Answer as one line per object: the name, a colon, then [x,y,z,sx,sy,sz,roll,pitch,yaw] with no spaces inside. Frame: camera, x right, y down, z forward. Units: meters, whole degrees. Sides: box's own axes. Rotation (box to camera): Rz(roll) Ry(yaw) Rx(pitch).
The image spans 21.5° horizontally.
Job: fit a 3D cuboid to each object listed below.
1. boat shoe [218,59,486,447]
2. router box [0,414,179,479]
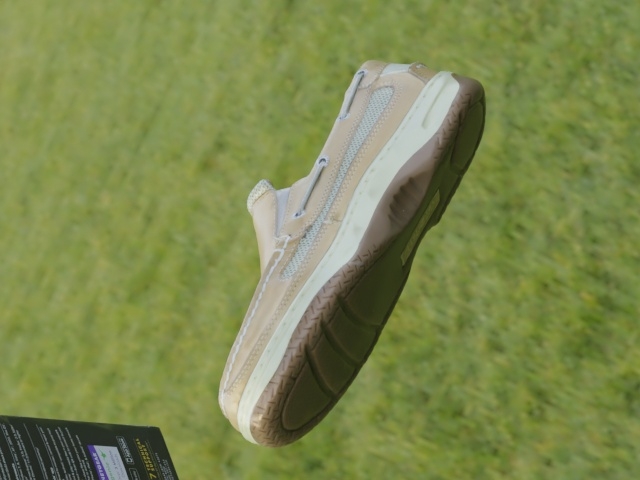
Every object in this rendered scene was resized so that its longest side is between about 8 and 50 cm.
boat shoe: [0.000,0.000,0.707,0.190,0.072,0.068,-57,-23,-30]
router box: [-0.288,0.238,1.247,0.309,0.243,0.081,-38,62,27]
